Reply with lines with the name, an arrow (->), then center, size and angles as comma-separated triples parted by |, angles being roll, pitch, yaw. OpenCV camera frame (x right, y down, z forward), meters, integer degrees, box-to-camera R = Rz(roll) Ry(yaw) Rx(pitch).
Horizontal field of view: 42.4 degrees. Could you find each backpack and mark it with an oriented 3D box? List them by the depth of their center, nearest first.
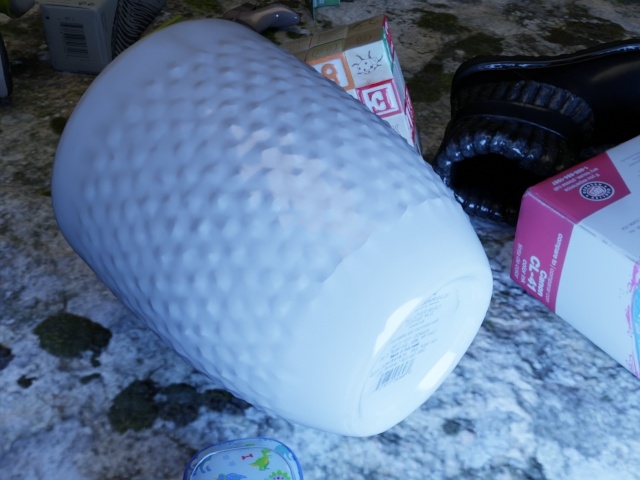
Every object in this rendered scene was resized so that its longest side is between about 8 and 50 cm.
backpack -> -0.057, 0.203, 0.622 | 0.104, 0.084, 0.114 | -4, 37, -8

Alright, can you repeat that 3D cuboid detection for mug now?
mug -> 0.000, 0.000, 0.759 | 0.328, 0.276, 0.374 | 39, 22, 30

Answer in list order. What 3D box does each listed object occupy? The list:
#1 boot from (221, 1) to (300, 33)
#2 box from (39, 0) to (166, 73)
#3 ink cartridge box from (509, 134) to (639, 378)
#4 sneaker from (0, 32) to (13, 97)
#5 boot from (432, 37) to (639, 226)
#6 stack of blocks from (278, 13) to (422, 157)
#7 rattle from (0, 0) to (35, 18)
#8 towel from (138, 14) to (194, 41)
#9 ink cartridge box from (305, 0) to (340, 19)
boot -> -0.102, -0.348, 1.332 | 0.118, 0.042, 0.087 | 13, 48, 17
box -> -0.335, -0.376, 1.306 | 0.094, 0.113, 0.275 | 7, 41, 8
ink cartridge box -> 0.371, 0.035, 0.790 | 0.226, 0.131, 0.306 | -22, 46, -25
sneaker -> -0.650, -0.313, 1.182 | 0.257, 0.169, 0.447 | -25, 48, -29
boot -> 0.311, -0.128, 0.983 | 0.347, 0.131, 0.260 | -3, 31, 13
stack of blocks -> -0.046, -0.125, 0.944 | 0.297, 0.171, 0.087 | -12, 31, 14
rattle -> -0.456, -0.423, 1.151 | 0.142, 0.200, 0.130 | -43, 25, -3
towel -> -0.165, -0.290, 1.275 | 0.237, 0.021, 0.102 | 25, 51, 26
ink cartridge box -> -0.004, -0.477, 1.428 | 0.062, 0.109, 0.209 | -8, 40, -8
